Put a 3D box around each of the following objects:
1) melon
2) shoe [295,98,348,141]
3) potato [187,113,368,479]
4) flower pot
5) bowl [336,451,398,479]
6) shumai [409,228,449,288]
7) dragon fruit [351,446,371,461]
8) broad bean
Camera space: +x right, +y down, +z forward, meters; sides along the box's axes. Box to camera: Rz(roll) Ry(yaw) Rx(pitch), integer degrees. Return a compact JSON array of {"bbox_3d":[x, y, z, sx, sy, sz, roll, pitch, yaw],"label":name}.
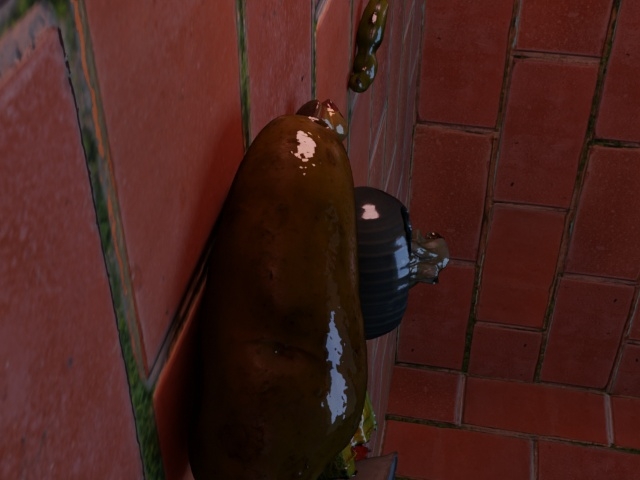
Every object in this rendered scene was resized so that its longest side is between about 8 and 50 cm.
[{"bbox_3d":[-0.019,0.209,1.175,0.265,0.129,0.169,-9,83,-78],"label":"melon"},{"bbox_3d":[-0.009,-0.116,1.109,0.069,0.072,0.109,42,38,-31],"label":"shoe"},{"bbox_3d":[-0.030,0.057,0.825,0.195,0.177,0.369,27,64,-52],"label":"potato"},{"bbox_3d":[0.059,0.036,1.374,0.189,0.157,0.243,-73,169,-60],"label":"flower pot"},{"bbox_3d":[0.031,0.501,1.578,0.313,0.146,0.313,13,90,-78],"label":"bowl"},{"bbox_3d":[0.224,0.069,2.363,0.256,0.218,0.189,77,13,-68],"label":"shumai"},{"bbox_3d":[0.060,0.517,2.085,0.162,0.083,0.106,100,12,-72],"label":"dragon fruit"},{"bbox_3d":[0.086,-0.354,1.619,0.070,0.048,0.213,75,26,-71],"label":"broad bean"}]
